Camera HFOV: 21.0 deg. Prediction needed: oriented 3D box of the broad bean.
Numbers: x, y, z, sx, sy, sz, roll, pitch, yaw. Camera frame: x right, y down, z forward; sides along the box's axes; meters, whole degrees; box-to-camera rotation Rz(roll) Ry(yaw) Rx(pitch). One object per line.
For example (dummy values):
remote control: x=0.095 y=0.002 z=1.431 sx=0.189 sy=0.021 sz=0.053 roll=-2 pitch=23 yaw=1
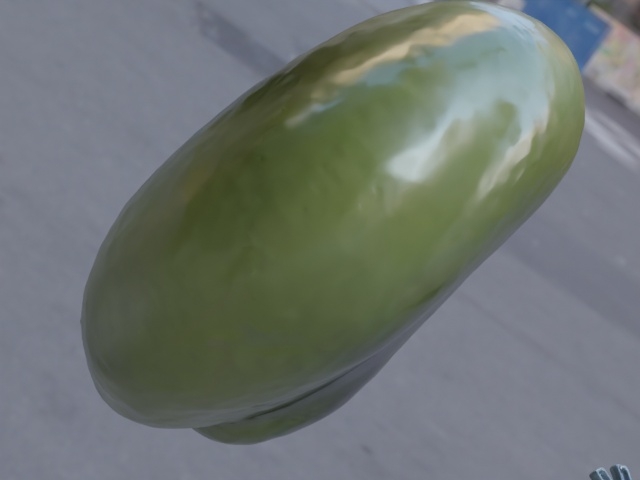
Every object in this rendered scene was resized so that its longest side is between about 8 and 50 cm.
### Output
broad bean: x=0.000 y=0.001 z=0.758 sx=0.238 sy=0.291 sz=0.119 roll=-27 pitch=78 yaw=-34

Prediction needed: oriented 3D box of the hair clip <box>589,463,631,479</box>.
hair clip: x=0.176 y=0.162 z=0.865 sx=0.030 sy=0.039 sz=0.115 roll=-2 pitch=66 yaw=-46
